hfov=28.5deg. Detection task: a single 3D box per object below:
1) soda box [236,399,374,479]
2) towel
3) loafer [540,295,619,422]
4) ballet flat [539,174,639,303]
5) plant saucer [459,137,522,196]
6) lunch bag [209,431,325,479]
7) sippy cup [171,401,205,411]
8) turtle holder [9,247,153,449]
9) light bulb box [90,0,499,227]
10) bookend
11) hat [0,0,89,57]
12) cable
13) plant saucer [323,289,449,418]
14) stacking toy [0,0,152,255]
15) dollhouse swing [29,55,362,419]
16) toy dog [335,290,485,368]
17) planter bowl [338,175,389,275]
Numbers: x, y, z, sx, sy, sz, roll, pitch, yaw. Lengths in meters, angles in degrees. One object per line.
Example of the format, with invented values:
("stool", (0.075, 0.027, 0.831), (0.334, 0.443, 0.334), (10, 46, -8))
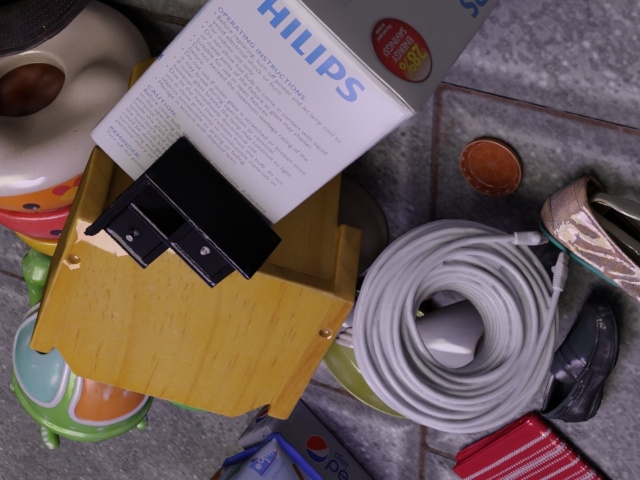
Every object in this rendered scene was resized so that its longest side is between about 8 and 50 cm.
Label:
("soda box", (0.000, 0.393, 2.090), (0.286, 0.091, 0.098), (48, 137, -8))
("towel", (0.351, 0.385, 1.893), (0.275, 0.031, 0.199), (43, 134, -5))
("loafer", (0.343, 0.164, 1.677), (0.078, 0.076, 0.223), (-5, 133, -11))
("ballet flat", (0.411, 0.035, 1.526), (0.316, 0.107, 0.106), (37, 123, 2))
("plant saucer", (0.219, -0.095, 1.610), (0.083, 0.013, 0.083), (17, 132, 21))
("lunch bag", (-0.067, 0.561, 1.967), (0.385, 0.328, 0.239), (45, 142, -8))
("sippy cup", (-0.137, 0.096, 1.824), (0.240, 0.224, 0.305), (-13, 147, -4))
("turtle holder", (-0.387, 0.164, 2.094), (0.243, 0.320, 0.227), (6, 135, -11))
("light bulb box", (-0.012, -0.218, 1.419), (0.225, 0.358, 0.361), (44, 136, -8))
("bookend", (-0.153, -0.006, 1.378), (0.156, 0.072, 0.157), (46, 138, -9))
("hat", (-0.419, -0.379, 1.688), (0.331, 0.331, 0.134), (27, 173, 13))
("cable", (0.162, 0.102, 1.524), (0.257, 0.257, 0.089), (11, 171, -12))
("plant saucer", (0.106, 0.163, 1.875), (0.241, 0.037, 0.241), (18, 133, 21))
("stacking toy", (-0.367, -0.092, 1.862), (0.350, 0.351, 0.480), (18, 151, 22))
("dollhouse swing", (-0.154, -0.008, 1.627), (0.346, 0.305, 0.315), (17, 126, -16))
("toy dog", (0.167, 0.086, 1.678), (0.333, 0.161, 0.220), (15, 179, -14))
("planter bowl", (0.000, 0.000, 1.764), (0.162, 0.109, 0.162), (19, 132, 22))
